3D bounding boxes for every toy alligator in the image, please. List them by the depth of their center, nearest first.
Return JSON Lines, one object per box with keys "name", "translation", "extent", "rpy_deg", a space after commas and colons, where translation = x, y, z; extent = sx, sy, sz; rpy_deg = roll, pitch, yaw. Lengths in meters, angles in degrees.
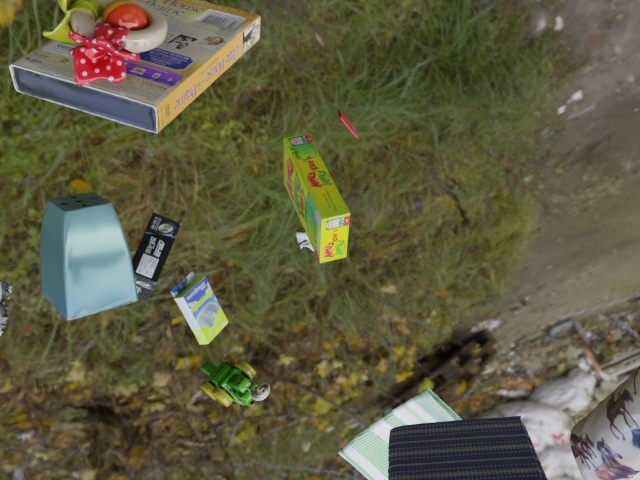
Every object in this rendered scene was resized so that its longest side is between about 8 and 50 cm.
{"name": "toy alligator", "translation": [-0.099, 0.188, 0.892], "extent": [0.056, 0.051, 0.190], "rpy_deg": [-49, -156, -21]}

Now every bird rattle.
{"name": "bird rattle", "translation": [-0.365, -0.378, 1.229], "extent": [0.207, 0.253, 0.143], "rpy_deg": [-24, 136, -34]}

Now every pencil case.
{"name": "pencil case", "translation": [0.640, 0.322, 1.360], "extent": [0.183, 0.160, 0.410], "rpy_deg": [-40, 158, -38]}

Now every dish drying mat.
{"name": "dish drying mat", "translation": [0.067, -0.281, 1.709], "extent": [0.008, 0.032, 0.083], "rpy_deg": [-28, 137, 17]}

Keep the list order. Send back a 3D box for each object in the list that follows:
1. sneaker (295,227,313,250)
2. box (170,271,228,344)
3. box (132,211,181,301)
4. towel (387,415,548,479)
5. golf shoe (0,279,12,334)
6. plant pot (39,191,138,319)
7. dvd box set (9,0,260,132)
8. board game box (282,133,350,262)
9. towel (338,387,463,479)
{"name": "sneaker", "translation": [0.000, 0.000, 1.137], "extent": [0.083, 0.036, 0.032], "rpy_deg": [6, -154, 33]}
{"name": "box", "translation": [-0.333, 0.185, 1.958], "extent": [0.042, 0.178, 0.109], "rpy_deg": [-9, -155, 35]}
{"name": "box", "translation": [-0.431, 0.043, 1.791], "extent": [0.078, 0.180, 0.147], "rpy_deg": [23, 150, -13]}
{"name": "towel", "translation": [0.227, 0.374, 1.102], "extent": [0.243, 0.040, 0.336], "rpy_deg": [-6, -167, 7]}
{"name": "golf shoe", "translation": [-0.596, 0.152, 1.167], "extent": [0.120, 0.105, 0.273], "rpy_deg": [10, 133, -29]}
{"name": "plant pot", "translation": [-0.522, 0.022, 1.566], "extent": [0.166, 0.166, 0.234], "rpy_deg": [-16, 118, -36]}
{"name": "dvd box set", "translation": [-0.344, -0.374, 1.393], "extent": [0.308, 0.420, 0.062], "rpy_deg": [17, 133, 12]}
{"name": "board game box", "translation": [-0.010, -0.065, 1.048], "extent": [0.043, 0.181, 0.092], "rpy_deg": [-14, 139, -14]}
{"name": "towel", "translation": [0.234, 0.535, 1.798], "extent": [0.325, 0.248, 0.038], "rpy_deg": [-40, -168, 29]}
